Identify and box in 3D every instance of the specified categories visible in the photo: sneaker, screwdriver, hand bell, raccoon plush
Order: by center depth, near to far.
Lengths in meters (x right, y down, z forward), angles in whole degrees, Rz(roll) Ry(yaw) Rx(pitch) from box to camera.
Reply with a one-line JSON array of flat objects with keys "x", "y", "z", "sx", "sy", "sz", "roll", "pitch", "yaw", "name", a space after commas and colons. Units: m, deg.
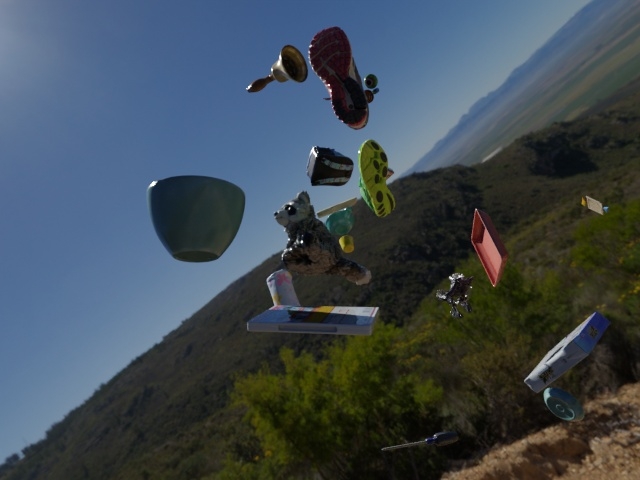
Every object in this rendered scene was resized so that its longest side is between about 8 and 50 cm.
[{"x": 0.196, "y": 0.400, "z": 0.849, "sx": 0.170, "sy": 0.024, "sz": 0.025, "roll": -3, "pitch": -39, "yaw": -16, "name": "screwdriver"}, {"x": 0.054, "y": -0.450, "z": 1.210, "sx": 0.121, "sy": 0.299, "sz": 0.112, "roll": -17, "pitch": -4, "yaw": 14, "name": "sneaker"}, {"x": 0.167, "y": -0.205, "z": 1.454, "sx": 0.109, "sy": 0.123, "sz": 0.295, "roll": -34, "pitch": -47, "yaw": -17, "name": "sneaker"}, {"x": -0.173, "y": -0.565, "z": 1.494, "sx": 0.242, "sy": 0.126, "sz": 0.126, "roll": -11, "pitch": 20, "yaw": 40, "name": "hand bell"}, {"x": 0.000, "y": 0.000, "z": 1.804, "sx": 0.216, "sy": 0.446, "sz": 0.299, "roll": -31, "pitch": 42, "yaw": 33, "name": "raccoon plush"}]

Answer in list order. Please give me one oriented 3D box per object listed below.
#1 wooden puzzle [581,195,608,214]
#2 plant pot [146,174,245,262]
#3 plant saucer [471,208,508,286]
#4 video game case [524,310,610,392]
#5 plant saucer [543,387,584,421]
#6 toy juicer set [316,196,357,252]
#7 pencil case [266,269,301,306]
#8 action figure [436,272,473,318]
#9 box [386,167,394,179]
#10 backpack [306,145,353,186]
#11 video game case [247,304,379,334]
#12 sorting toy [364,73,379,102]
[{"x": 1.033, "y": -0.133, "z": 1.618, "sx": 0.014, "sy": 0.078, "sz": 0.116, "roll": -38, "pitch": 41, "yaw": 2, "name": "wooden puzzle"}, {"x": -0.370, "y": -0.043, "z": 1.288, "sx": 0.290, "sy": 0.195, "sz": 0.290, "roll": -3, "pitch": -17, "yaw": -1, "name": "plant pot"}, {"x": 0.717, "y": 0.029, "z": 1.820, "sx": 0.048, "sy": 0.259, "sz": 0.258, "roll": -17, "pitch": -34, "yaw": 4, "name": "plant saucer"}, {"x": 0.844, "y": 0.380, "z": 1.469, "sx": 0.270, "sy": 0.061, "sz": 0.244, "roll": -19, "pitch": -35, "yaw": -42, "name": "video game case"}, {"x": 0.734, "y": 0.504, "z": 1.309, "sx": 0.021, "sy": 0.119, "sz": 0.119, "roll": -30, "pitch": -6, "yaw": -28, "name": "plant saucer"}, {"x": 0.054, "y": -0.074, "z": 1.947, "sx": 0.209, "sy": 0.089, "sz": 0.329, "roll": -6, "pitch": -45, "yaw": -5, "name": "toy juicer set"}, {"x": -0.151, "y": 0.269, "z": 1.935, "sx": 0.124, "sy": 0.273, "sz": 0.113, "roll": 16, "pitch": -47, "yaw": -46, "name": "pencil case"}, {"x": 0.617, "y": 0.236, "z": 1.968, "sx": 0.164, "sy": 0.275, "sz": 0.141, "roll": -34, "pitch": 42, "yaw": -11, "name": "action figure"}, {"x": 0.258, "y": -0.282, "z": 1.951, "sx": 0.137, "sy": 0.027, "sz": 0.094, "roll": -42, "pitch": -30, "yaw": 27, "name": "box"}, {"x": 0.043, "y": -0.305, "z": 1.788, "sx": 0.117, "sy": 0.173, "sz": 0.158, "roll": -112, "pitch": 30, "yaw": -50, "name": "backpack"}, {"x": -0.007, "y": 0.191, "z": 1.053, "sx": 0.285, "sy": 0.025, "sz": 0.204, "roll": -1, "pitch": 3, "yaw": 13, "name": "video game case"}, {"x": 0.174, "y": -0.537, "z": 1.535, "sx": 0.042, "sy": 0.061, "sz": 0.102, "roll": -46, "pitch": -30, "yaw": -49, "name": "sorting toy"}]
